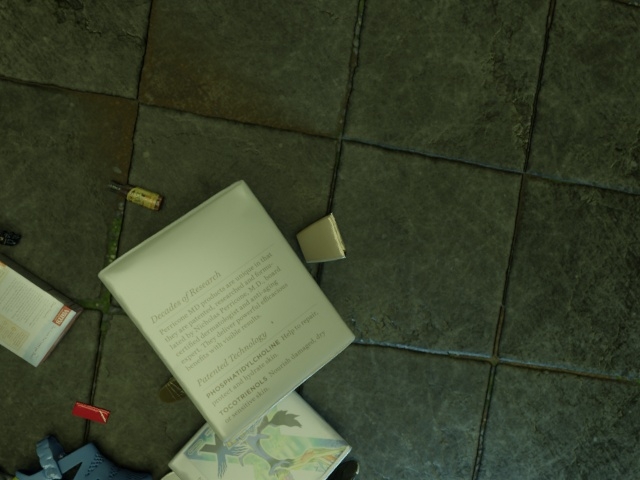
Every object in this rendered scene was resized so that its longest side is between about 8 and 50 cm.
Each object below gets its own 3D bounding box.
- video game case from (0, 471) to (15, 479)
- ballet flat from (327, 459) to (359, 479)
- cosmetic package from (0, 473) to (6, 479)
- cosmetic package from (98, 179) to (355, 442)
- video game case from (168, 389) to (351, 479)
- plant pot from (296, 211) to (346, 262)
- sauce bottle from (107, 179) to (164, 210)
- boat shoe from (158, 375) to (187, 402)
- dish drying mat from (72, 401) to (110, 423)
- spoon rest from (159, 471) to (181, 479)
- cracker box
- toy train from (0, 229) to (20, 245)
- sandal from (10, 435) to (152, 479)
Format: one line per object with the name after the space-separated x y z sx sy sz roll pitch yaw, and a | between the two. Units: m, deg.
-0.799 0.631 1.311 0.173 0.022 0.191 25 90 -8 | video game case
0.042 0.631 1.418 0.173 0.057 0.049 -54 138 -2 | ballet flat
-0.784 0.605 1.185 0.161 0.230 0.453 -36 96 -4 | cosmetic package
-0.202 0.139 1.195 0.327 0.329 0.394 -37 95 -15 | cosmetic package
-0.143 0.513 1.333 0.300 0.036 0.329 42 79 7 | video game case
0.000 0.000 1.359 0.096 0.109 0.109 -20 95 7 | plant pot
-0.438 -0.108 1.323 0.128 0.042 0.042 19 90 -7 | sauce bottle
-0.325 0.336 1.357 0.153 0.048 0.056 -41 103 2 | boat shoe
-0.552 0.415 1.342 0.083 0.008 0.032 19 90 -8 | dish drying mat
-0.288 0.669 1.317 0.137 0.084 0.276 -38 77 -25 | spoon rest
-0.695 0.158 1.285 0.232 0.067 0.156 37 88 -6 | cracker box
-0.729 -0.010 1.232 0.027 0.158 0.036 16 86 15 | toy train
-0.548 0.537 1.295 0.317 0.126 0.138 12 74 -13 | sandal
